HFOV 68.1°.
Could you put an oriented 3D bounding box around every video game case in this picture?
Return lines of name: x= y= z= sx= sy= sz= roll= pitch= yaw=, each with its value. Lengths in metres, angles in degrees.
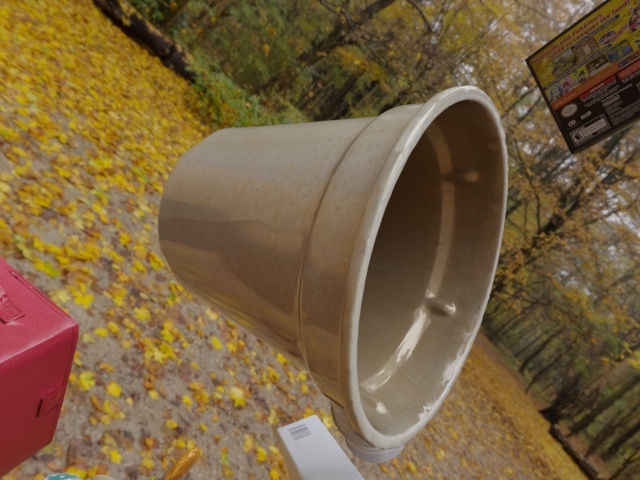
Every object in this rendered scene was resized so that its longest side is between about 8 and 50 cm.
video game case: x=0.589 y=-0.350 z=0.951 sx=0.035 sy=0.275 sz=0.248 roll=-2 pitch=68 yaw=-42

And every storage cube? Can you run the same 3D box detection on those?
storage cube: x=-0.362 y=0.126 z=0.404 sx=0.183 sy=0.215 sz=0.193 roll=36 pitch=28 yaw=13

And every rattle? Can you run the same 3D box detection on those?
rattle: x=-0.327 y=0.375 z=0.776 sx=0.199 sy=0.143 sz=0.130 roll=7 pitch=-31 yaw=25

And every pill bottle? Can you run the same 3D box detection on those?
pill bottle: x=0.076 y=0.223 z=0.694 sx=0.131 sy=0.131 sz=0.229 roll=-125 pitch=-160 yaw=-48

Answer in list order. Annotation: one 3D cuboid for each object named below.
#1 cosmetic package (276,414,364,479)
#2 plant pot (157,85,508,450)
cosmetic package: x=0.042 y=0.519 z=0.812 sx=0.377 sy=0.097 sz=0.285 roll=-163 pitch=-119 yaw=-70
plant pot: x=0.000 y=0.000 z=0.528 sx=0.305 sy=0.334 sz=0.334 roll=14 pitch=-11 yaw=35
